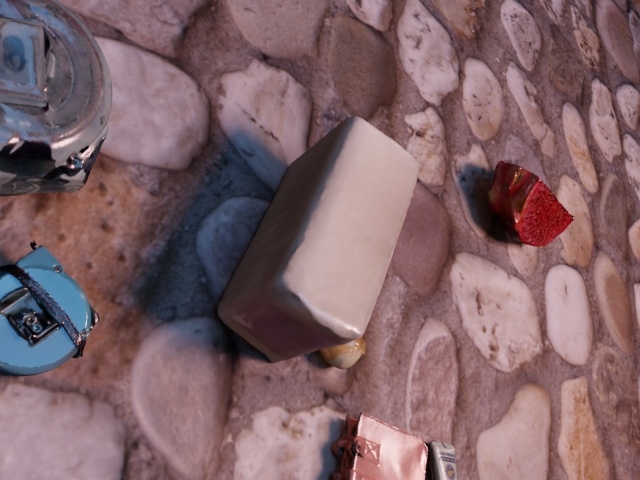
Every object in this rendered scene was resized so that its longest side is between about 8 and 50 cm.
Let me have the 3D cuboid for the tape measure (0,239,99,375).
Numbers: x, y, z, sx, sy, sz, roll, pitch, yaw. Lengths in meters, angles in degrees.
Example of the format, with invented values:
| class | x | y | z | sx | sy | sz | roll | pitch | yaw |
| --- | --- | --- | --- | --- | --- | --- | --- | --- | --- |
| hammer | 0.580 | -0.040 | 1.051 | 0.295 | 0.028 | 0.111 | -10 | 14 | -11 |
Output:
| class | x | y | z | sx | sy | sz | roll | pitch | yaw |
| --- | --- | --- | --- | --- | --- | --- | --- | --- | --- |
| tape measure | -0.333 | 0.088 | 0.762 | 0.125 | 0.081 | 0.146 | -43 | 100 | -32 |

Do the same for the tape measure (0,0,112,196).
| class | x | y | z | sx | sy | sz | roll | pitch | yaw |
| --- | --- | --- | --- | --- | --- | --- | --- | --- | --- |
| tape measure | -0.378 | -0.177 | 0.795 | 0.256 | 0.147 | 0.275 | -7 | 77 | -42 |

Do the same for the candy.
| class | x | y | z | sx | sy | sz | roll | pitch | yaw |
| --- | --- | --- | --- | --- | --- | --- | --- | --- | --- |
| candy | 0.000 | -0.002 | 0.994 | 0.145 | 0.208 | 0.358 | 39 | 51 | -19 |

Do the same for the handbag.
| class | x | y | z | sx | sy | sz | roll | pitch | yaw |
| --- | --- | --- | --- | --- | --- | --- | --- | --- | --- |
| handbag | 0.083 | 0.381 | 0.998 | 0.157 | 0.059 | 0.212 | 31 | 53 | -28 |

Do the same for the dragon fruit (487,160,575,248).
| class | x | y | z | sx | sy | sz | roll | pitch | yaw |
| --- | --- | --- | --- | --- | --- | --- | --- | --- | --- |
| dragon fruit | 0.431 | -0.077 | 1.465 | 0.274 | 0.126 | 0.161 | 28 | 15 | -50 |

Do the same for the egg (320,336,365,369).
| class | x | y | z | sx | sy | sz | roll | pitch | yaw |
| --- | --- | --- | --- | --- | --- | --- | --- | --- | --- |
| egg | 0.029 | 0.157 | 1.044 | 0.083 | 0.071 | 0.071 | 47 | 46 | 6 |

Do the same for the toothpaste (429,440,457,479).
| class | x | y | z | sx | sy | sz | roll | pitch | yaw |
| --- | --- | --- | --- | --- | --- | --- | --- | --- | --- |
| toothpaste | 0.205 | 0.448 | 1.084 | 0.062 | 0.039 | 0.239 | 20 | 59 | -35 |
